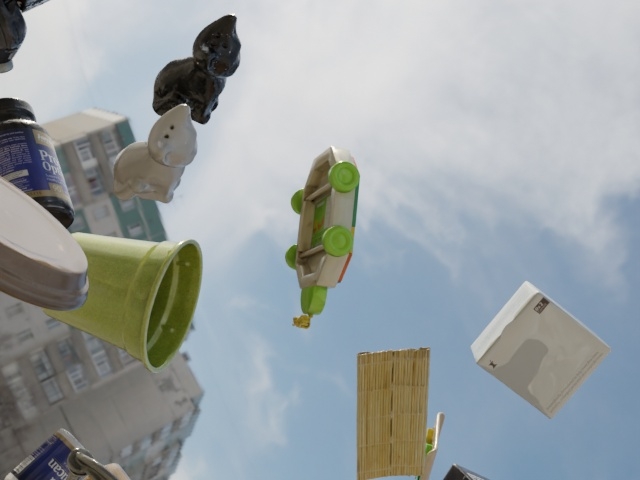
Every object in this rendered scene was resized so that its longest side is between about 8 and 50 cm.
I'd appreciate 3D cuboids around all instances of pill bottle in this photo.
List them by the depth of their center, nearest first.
[{"bbox_3d":[-0.480,-0.114,1.204,0.219,0.122,0.123,66,-26,20],"label":"pill bottle"},{"bbox_3d":[-0.493,0.424,1.331,0.094,0.169,0.094,33,-32,24],"label":"pill bottle"}]

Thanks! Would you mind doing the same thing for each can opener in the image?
[{"bbox_3d":[-0.221,-0.136,0.500,0.186,0.073,0.059,-3,-78,57],"label":"can opener"}]

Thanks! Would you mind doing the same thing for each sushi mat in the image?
[{"bbox_3d":[0.149,0.363,1.568,0.019,0.151,0.317,-100,-171,-68],"label":"sushi mat"}]

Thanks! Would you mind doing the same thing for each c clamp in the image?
[{"bbox_3d":[-0.210,0.234,0.647,0.137,0.022,0.161,49,-54,14],"label":"c clamp"}]

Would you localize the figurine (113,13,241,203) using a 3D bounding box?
[{"bbox_3d":[-0.174,-0.157,0.936,0.092,0.215,0.209,27,-21,-16],"label":"figurine"}]

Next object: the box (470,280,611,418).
[{"bbox_3d":[0.418,0.207,1.450,0.182,0.181,0.119,38,10,-1],"label":"box"}]

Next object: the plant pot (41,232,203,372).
[{"bbox_3d":[-0.407,0.100,1.516,0.253,0.276,0.276,14,-45,8],"label":"plant pot"}]

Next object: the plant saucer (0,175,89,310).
[{"bbox_3d":[-0.371,-0.024,0.850,0.278,0.041,0.278,40,3,-3],"label":"plant saucer"}]

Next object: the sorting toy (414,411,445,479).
[{"bbox_3d":[0.275,0.573,1.967,0.038,0.208,0.193,16,-70,11],"label":"sorting toy"}]

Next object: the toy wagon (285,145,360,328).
[{"bbox_3d":[0.000,0.000,1.452,0.267,0.068,0.345,157,-60,-70],"label":"toy wagon"}]

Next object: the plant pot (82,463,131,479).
[{"bbox_3d":[-0.471,0.695,1.756,0.254,0.237,0.237,35,-37,19],"label":"plant pot"}]

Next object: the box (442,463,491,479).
[{"bbox_3d":[0.330,0.536,1.168,0.296,0.183,0.294,33,2,-35],"label":"box"}]
